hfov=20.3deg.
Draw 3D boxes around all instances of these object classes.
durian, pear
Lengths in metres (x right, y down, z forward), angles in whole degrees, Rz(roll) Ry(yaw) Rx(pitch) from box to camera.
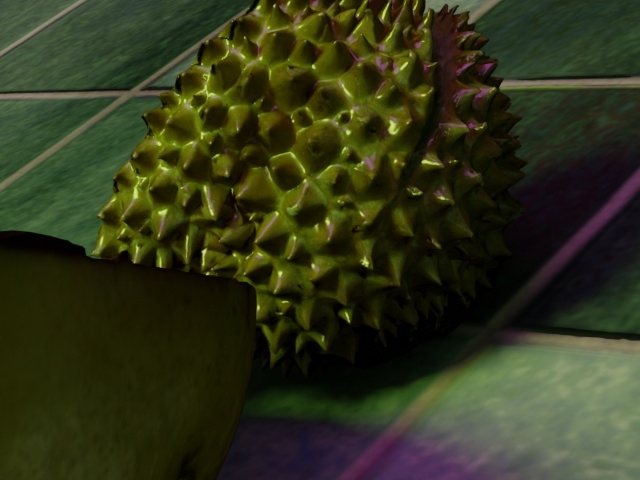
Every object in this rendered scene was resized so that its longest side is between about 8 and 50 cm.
[{"bbox_3d":[0.000,0.000,0.820,0.138,0.237,0.193,43,34,18],"label":"durian"},{"bbox_3d":[-0.191,0.099,0.630,0.340,0.191,0.386,0,-3,-7],"label":"pear"}]
